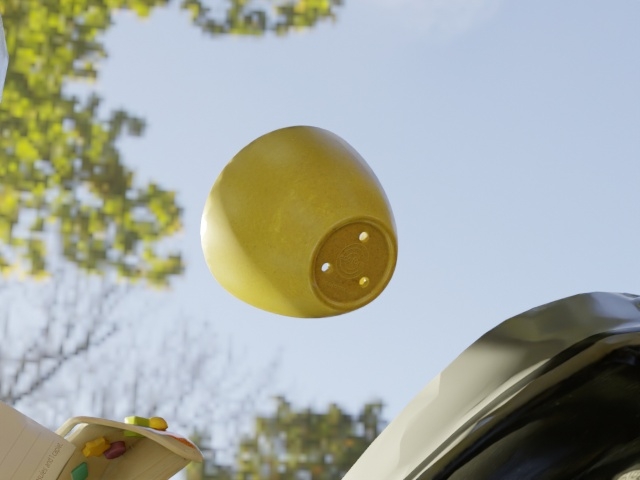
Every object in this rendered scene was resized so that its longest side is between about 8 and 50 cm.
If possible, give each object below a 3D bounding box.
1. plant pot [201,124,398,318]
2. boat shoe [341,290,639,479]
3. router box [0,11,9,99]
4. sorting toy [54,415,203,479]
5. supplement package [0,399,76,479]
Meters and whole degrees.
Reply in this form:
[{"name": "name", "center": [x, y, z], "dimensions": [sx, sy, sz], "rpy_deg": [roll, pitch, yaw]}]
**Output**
[{"name": "plant pot", "center": [0.000, 0.000, 1.185], "dimensions": [0.134, 0.134, 0.095], "rpy_deg": [20, 9, -35]}, {"name": "boat shoe", "center": [-0.001, 0.151, 0.364], "dimensions": [0.113, 0.105, 0.306], "rpy_deg": [42, -84, -18]}, {"name": "router box", "center": [-0.294, -0.203, 0.684], "dimensions": [0.301, 0.082, 0.336], "rpy_deg": [-6, -67, -4]}, {"name": "sorting toy", "center": [-0.122, 0.118, 0.959], "dimensions": [0.083, 0.045, 0.075], "rpy_deg": [-38, -36, 18]}, {"name": "supplement package", "center": [-0.264, 0.146, 0.862], "dimensions": [0.203, 0.194, 0.149], "rpy_deg": [31, -64, -5]}]
